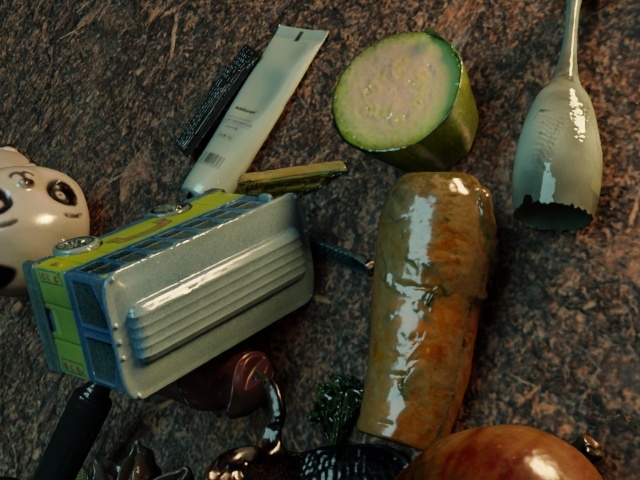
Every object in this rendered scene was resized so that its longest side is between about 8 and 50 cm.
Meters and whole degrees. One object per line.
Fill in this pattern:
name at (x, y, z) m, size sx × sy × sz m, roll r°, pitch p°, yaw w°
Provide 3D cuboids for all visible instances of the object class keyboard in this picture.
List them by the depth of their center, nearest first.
keyboard at (-0.164, -0.220, 1.367) m, size 0.196 × 0.015 × 0.074 m, roll -54°, pitch 29°, yaw 7°

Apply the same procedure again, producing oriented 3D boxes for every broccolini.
broccolini at (0.004, 0.272, 0.989) m, size 0.071 × 0.058 × 0.254 m, roll 131°, pitch 153°, yaw -66°

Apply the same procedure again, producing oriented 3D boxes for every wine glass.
wine glass at (0.326, -0.176, 0.905) m, size 0.264 × 0.096 × 0.309 m, roll -10°, pitch 63°, yaw 46°

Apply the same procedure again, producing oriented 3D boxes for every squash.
squash at (0.114, -0.159, 1.064) m, size 0.170 × 0.123 × 0.170 m, roll -17°, pitch 58°, yaw 31°

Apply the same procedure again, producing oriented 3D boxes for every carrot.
carrot at (0.112, 0.072, 0.951) m, size 0.139 × 0.139 × 0.301 m, roll 7°, pitch 79°, yaw 40°

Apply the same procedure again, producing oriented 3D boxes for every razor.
razor at (0.000, 0.005, 1.139) m, size 0.066 × 0.033 × 0.190 m, roll -31°, pitch 41°, yaw -33°

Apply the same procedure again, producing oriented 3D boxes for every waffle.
waffle at (-0.037, -0.067, 1.209) m, size 0.153 × 0.097 × 0.023 m, roll -9°, pitch 57°, yaw -2°

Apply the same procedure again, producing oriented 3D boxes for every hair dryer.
hair dryer at (-0.363, 0.303, 1.191) m, size 0.189 × 0.107 × 0.352 m, roll 34°, pitch 100°, yaw 41°

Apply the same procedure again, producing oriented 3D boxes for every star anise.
star anise at (-0.213, 0.358, 1.089) m, size 0.197 × 0.073 × 0.212 m, roll -3°, pitch 76°, yaw 28°

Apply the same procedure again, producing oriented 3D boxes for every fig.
fig at (0.165, 0.276, 0.773) m, size 0.235 × 0.214 × 0.234 m, roll 0°, pitch 90°, yaw 21°

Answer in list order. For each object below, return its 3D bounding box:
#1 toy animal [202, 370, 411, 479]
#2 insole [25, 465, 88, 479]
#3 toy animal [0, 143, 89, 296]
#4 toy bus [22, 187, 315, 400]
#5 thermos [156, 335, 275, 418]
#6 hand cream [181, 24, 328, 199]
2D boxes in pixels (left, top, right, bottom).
toy animal at (-0.062, 0.242, 0.930) m, size 0.160 × 0.273 × 0.197 m, roll -53°, pitch 50°, yaw 26°
insole at (-0.434, 0.385, 1.303) m, size 0.253 × 0.005 × 0.086 m, roll -22°, pitch 57°, yaw 28°
toy animal at (-0.511, -0.027, 1.421) m, size 0.310 × 0.251 × 0.251 m, roll 35°, pitch 92°, yaw 43°
toy bus at (-0.171, 0.048, 1.055) m, size 0.190 × 0.312 × 0.151 m, roll 7°, pitch 114°, yaw 40°
thermos at (-0.180, 0.151, 1.165) m, size 0.330 × 0.136 × 0.109 m, roll 11°, pitch 104°, yaw 40°
hand cream at (-0.103, -0.186, 1.296) m, size 0.109 × 0.067 × 0.320 m, roll 19°, pitch 77°, yaw 43°
